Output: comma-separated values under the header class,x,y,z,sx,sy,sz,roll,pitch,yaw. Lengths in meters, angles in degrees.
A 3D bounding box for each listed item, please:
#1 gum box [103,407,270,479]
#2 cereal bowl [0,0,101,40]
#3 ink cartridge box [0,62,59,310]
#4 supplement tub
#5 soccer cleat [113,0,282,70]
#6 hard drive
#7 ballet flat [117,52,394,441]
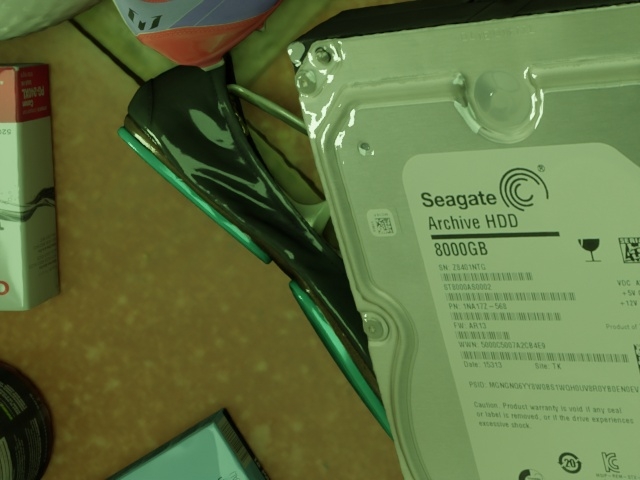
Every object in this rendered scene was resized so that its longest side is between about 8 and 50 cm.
class,x,y,z,sx,sy,sz,roll,pitch,yaw
gum box,-0.098,0.220,1.092,0.184,0.041,0.157,-31,93,12
cereal bowl,-0.224,-0.267,0.960,0.339,0.141,0.339,0,107,1
ink cartridge box,-0.224,-0.032,1.062,0.109,0.063,0.151,0,98,8
supplement tub,-0.233,0.136,1.019,0.106,0.198,0.106,1,98,9
soccer cleat,-0.013,-0.198,0.975,0.248,0.095,0.083,-41,56,5
hard drive,0.131,0.043,0.849,0.237,0.064,0.339,-1,113,35
ballet flat,0.000,0.000,1.024,0.096,0.095,0.280,-42,91,-1
